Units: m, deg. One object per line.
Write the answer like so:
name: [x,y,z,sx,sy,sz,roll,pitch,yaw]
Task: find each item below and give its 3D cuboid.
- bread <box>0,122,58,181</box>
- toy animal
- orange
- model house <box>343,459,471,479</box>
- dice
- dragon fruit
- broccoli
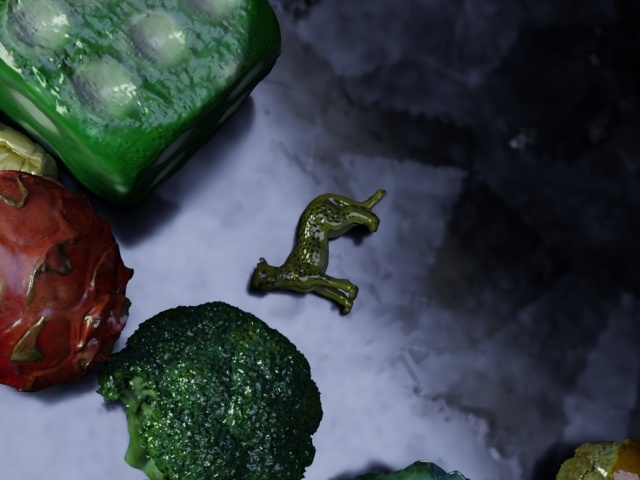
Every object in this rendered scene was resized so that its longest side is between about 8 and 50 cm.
bread: [-0.445,-0.090,1.312,0.236,0.106,0.140,25,77,-4]
toy animal: [0.000,0.000,1.397,0.136,0.073,0.181,19,80,1]
orange: [0.375,0.331,1.374,0.156,0.134,0.157,-1,59,2]
model house: [0.150,0.429,1.296,0.241,0.226,0.261,33,42,-41]
dice: [-0.237,-0.234,1.281,0.287,0.300,0.297,46,75,-1]
dragon fruit: [-0.323,0.044,1.173,0.241,0.241,0.252,-50,119,-15]
broccoli: [-0.124,0.196,1.265,0.261,0.269,0.241,42,110,0]
